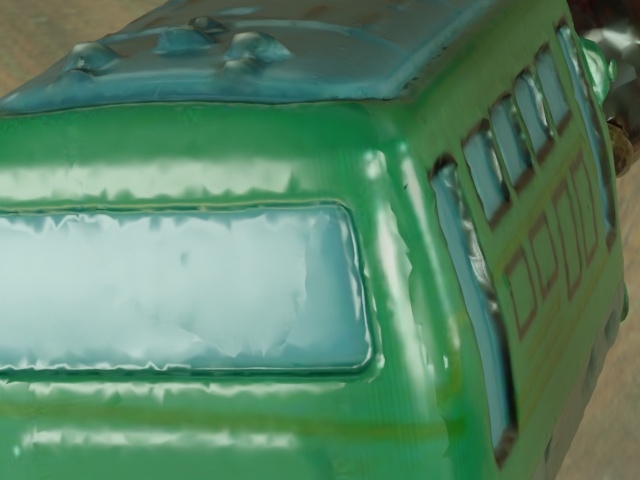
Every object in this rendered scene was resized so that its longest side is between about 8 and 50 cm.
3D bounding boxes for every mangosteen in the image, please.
[{"bbox_3d":[0.120,-0.081,1.001,0.152,0.152,0.152,1,99,10],"label":"mangosteen"}]

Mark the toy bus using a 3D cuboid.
[{"bbox_3d":[0.000,0.000,0.709,0.183,0.343,0.199,-2,106,18],"label":"toy bus"}]
